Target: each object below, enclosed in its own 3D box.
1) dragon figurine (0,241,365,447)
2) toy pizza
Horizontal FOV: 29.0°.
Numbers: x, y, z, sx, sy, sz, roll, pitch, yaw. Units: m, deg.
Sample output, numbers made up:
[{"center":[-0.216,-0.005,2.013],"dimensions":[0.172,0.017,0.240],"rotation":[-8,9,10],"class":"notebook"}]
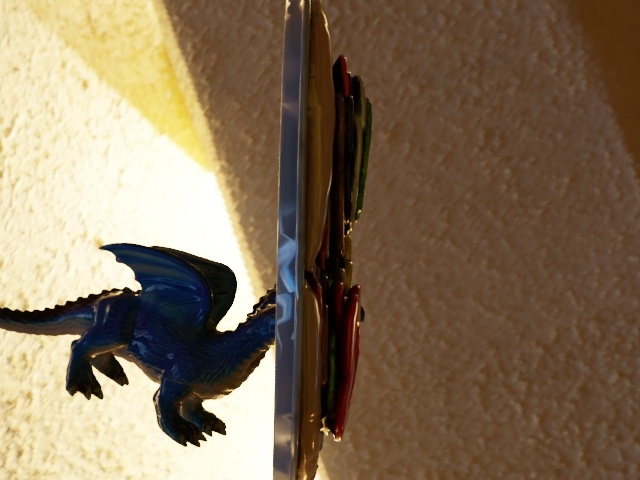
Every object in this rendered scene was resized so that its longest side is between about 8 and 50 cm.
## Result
[{"center":[-0.110,0.046,0.854],"dimensions":[0.289,0.085,0.144],"rotation":[23,-83,17],"class":"dragon figurine"},{"center":[0.000,0.000,0.486],"dimensions":[0.032,0.201,0.201],"rotation":[2,-110,-1],"class":"toy pizza"}]
